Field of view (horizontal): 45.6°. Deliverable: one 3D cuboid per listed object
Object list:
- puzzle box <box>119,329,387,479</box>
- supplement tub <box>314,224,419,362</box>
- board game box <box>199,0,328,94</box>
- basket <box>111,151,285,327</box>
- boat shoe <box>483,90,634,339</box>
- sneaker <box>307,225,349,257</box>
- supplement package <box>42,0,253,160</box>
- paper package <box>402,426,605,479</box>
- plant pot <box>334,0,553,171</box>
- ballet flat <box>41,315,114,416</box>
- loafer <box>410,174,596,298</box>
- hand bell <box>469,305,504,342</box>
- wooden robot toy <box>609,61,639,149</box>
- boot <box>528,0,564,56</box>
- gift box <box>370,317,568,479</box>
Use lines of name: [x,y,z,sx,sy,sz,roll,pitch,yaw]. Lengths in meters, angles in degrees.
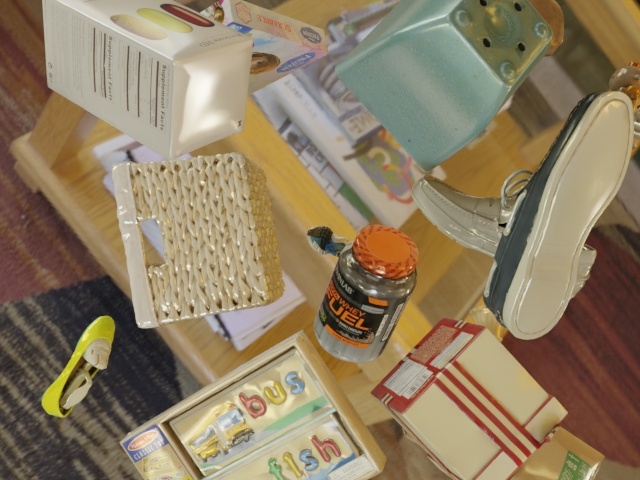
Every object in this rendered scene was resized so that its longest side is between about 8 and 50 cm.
puzzle box: [-0.124,0.367,1.336,0.272,0.409,0.052,57,18,-1]
supplement tub: [0.120,0.137,1.952,0.207,0.338,0.207,12,38,-9]
board game box: [-0.201,-0.418,1.717,0.318,0.318,0.066,0,76,-51]
basket: [-0.239,-0.004,1.575,0.266,0.331,0.328,-10,88,4]
boat shoe: [0.228,-0.028,0.750,0.095,0.254,0.079,2,23,-26]
sneaker: [0.000,0.000,1.991,0.190,0.083,0.071,29,82,-61]
supplement package: [-0.223,-0.227,0.979,0.244,0.134,0.139,30,40,26]
paper package: [0.408,0.457,1.686,0.325,0.309,0.168,36,75,-36]
plant pot: [0.227,-0.306,1.251,0.248,0.252,0.247,46,66,-11]
ballet flat: [-0.491,0.268,1.592,0.231,0.077,0.077,-57,136,-13]
loafer: [0.295,-0.027,1.242,0.319,0.111,0.112,33,29,18]
hand bell: [0.474,0.317,2.130,0.126,0.126,0.242,22,61,-25]
wooden robot toy: [0.322,-0.142,0.791,0.076,0.173,0.079,15,85,1]
boot: [0.434,-0.510,1.601,0.115,0.112,0.305,3,66,-8]
gift box: [0.274,0.322,1.402,0.255,0.276,0.258,-44,98,-4]
